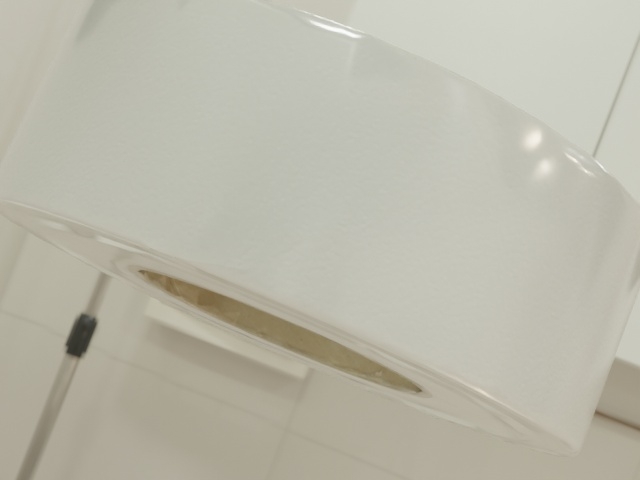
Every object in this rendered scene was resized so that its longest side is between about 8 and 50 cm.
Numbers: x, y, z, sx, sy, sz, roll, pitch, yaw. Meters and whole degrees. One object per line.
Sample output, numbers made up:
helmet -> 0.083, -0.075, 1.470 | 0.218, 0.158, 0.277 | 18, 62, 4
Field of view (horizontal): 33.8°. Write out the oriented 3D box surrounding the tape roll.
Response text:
tape roll -> 0.000, 0.000, 0.485 | 0.286, 0.100, 0.286 | 22, -10, 4
